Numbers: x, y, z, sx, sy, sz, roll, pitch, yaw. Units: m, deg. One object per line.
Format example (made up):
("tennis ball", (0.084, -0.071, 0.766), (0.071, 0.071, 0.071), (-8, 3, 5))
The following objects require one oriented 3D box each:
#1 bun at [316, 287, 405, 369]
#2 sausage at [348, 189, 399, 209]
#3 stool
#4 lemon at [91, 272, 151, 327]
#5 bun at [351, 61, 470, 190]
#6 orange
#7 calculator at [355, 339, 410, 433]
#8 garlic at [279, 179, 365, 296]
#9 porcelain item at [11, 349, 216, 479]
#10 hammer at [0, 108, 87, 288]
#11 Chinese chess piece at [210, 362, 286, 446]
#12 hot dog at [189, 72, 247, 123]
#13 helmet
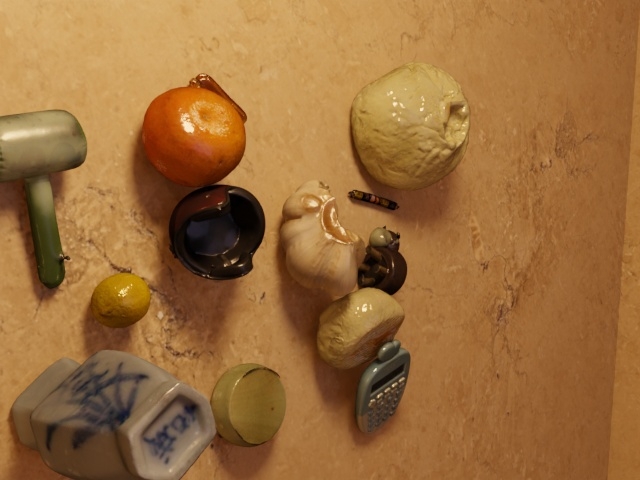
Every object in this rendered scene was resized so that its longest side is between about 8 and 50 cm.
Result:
("bun", (0.087, 0.211, 2.139), (0.243, 0.153, 0.244), (-29, 147, -21))
("sausage", (0.144, -0.107, 2.295), (0.198, 0.025, 0.028), (15, 77, -43))
("stool", (0.154, 0.051, 2.240), (0.121, 0.125, 0.217), (23, 65, -40))
("lemon", (-0.395, 0.119, 1.711), (0.133, 0.109, 0.109), (-35, 114, -51))
("bun", (0.256, -0.308, 2.266), (0.352, 0.227, 0.349), (32, 70, -37))
("orange", (-0.267, -0.214, 1.795), (0.224, 0.170, 0.224), (20, 52, -28))
("calculator", (0.160, 0.375, 2.217), (0.188, 0.042, 0.303), (-25, 132, -38))
("garlic", (-0.010, 0.013, 2.042), (0.184, 0.203, 0.281), (-33, 76, -14))
("porcelain item", (-0.371, 0.318, 1.525), (0.242, 0.405, 0.179), (-48, 121, -34))
("hammer", (-0.520, -0.070, 1.600), (0.206, 0.118, 0.336), (-18, 109, -41))
("Chinese chess piece", (-0.163, 0.374, 1.957), (0.188, 0.083, 0.189), (5, 83, -45))
("hot dog", (-0.230, -0.303, 1.917), (0.165, 0.045, 0.071), (44, 63, -35))
("helmet", (-0.220, -0.022, 1.822), (0.216, 0.193, 0.189), (-31, 117, -27))
